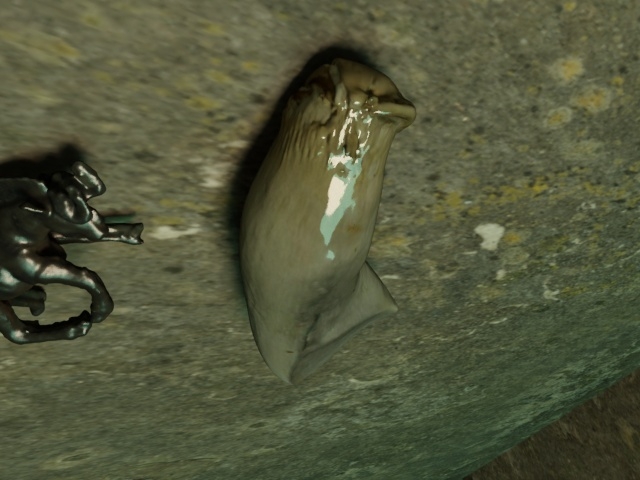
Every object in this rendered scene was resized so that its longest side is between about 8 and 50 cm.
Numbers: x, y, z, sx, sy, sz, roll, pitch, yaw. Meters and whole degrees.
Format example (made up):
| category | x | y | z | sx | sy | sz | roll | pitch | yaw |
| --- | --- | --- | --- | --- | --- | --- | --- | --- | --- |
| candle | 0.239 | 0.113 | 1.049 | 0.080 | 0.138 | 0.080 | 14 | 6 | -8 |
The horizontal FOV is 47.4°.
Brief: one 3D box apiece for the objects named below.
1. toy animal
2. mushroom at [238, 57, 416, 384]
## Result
| category | x | y | z | sx | sy | sz | roll | pitch | yaw |
| --- | --- | --- | --- | --- | --- | --- | --- | --- | --- |
| toy animal | -0.248 | 0.017 | 0.608 | 0.232 | 0.085 | 0.148 | -31 | 134 | 22 |
| mushroom | 0.000 | -0.001 | 0.710 | 0.177 | 0.126 | 0.397 | -29 | 152 | -16 |
